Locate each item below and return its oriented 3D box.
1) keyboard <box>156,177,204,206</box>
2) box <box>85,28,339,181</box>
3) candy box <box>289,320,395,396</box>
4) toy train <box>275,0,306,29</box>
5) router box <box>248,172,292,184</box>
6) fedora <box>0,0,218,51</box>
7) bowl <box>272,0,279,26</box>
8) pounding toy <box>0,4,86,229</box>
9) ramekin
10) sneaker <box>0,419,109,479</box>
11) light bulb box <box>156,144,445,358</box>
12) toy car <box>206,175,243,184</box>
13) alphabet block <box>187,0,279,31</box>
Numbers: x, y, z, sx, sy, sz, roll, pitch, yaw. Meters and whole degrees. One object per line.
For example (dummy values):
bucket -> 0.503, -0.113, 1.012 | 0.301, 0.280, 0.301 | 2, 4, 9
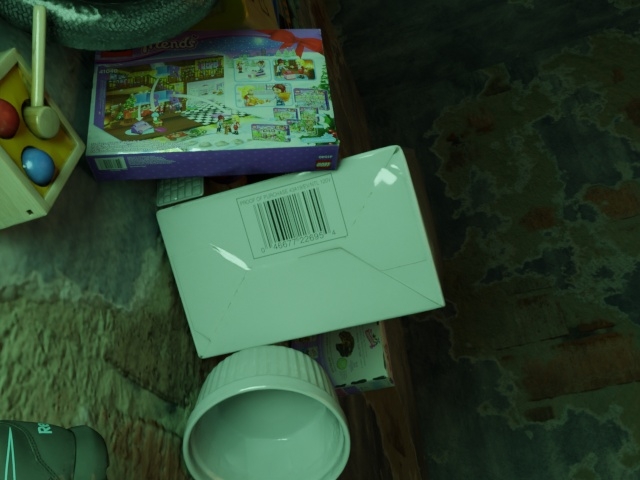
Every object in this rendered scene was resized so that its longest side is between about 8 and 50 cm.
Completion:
keyboard -> -0.209, -0.164, 0.900 | 0.014, 0.072, 0.255 | 49, 29, -56
box -> -0.133, -0.176, 0.760 | 0.057, 0.294, 0.200 | 99, -14, -61
candy box -> 0.040, 0.228, 1.224 | 0.070, 0.196, 0.164 | 55, 24, -55
toy train -> -0.120, -0.540, 1.506 | 0.190, 0.142, 0.333 | 48, 30, -66
router box -> -0.097, -0.208, 1.383 | 0.243, 0.081, 0.308 | 43, 35, -66
fedora -> -0.252, -0.331, 0.653 | 0.152, 0.334, 0.333 | 140, -60, -67
bowl -> -0.139, -0.586, 1.211 | 0.391, 0.077, 0.390 | 174, -90, -89
pounding toy -> -0.271, -0.107, 0.526 | 0.141, 0.100, 0.130 | -88, 159, -49
ramekin -> -0.069, 0.234, 0.784 | 0.109, 0.207, 0.207 | -101, 170, -63
sneaker -> -0.226, 0.251, 0.400 | 0.106, 0.101, 0.267 | 33, 40, -38
light bulb box -> 0.000, 0.000, 0.961 | 0.361, 0.358, 0.225 | -37, 113, -77
toy car -> -0.157, -0.162, 1.015 | 0.182, 0.159, 0.136 | 1, 109, -77
alphabet block -> -0.191, -0.384, 0.964 | 0.197, 0.193, 0.193 | -21, 95, -78
